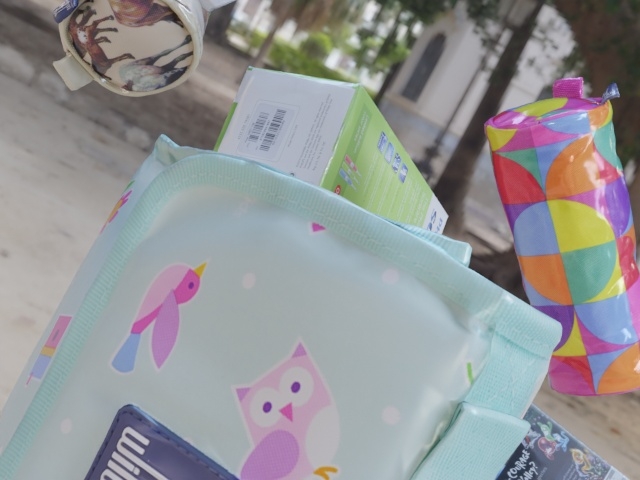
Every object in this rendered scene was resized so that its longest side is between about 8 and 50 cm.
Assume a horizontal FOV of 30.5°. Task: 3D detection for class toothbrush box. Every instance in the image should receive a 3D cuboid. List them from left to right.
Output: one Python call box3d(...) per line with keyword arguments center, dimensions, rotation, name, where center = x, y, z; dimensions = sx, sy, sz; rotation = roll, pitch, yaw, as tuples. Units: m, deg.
box3d(center=(0.000, 0.000, 1.105), dimensions=(0.122, 0.206, 0.283), rotation=(13, -17, 28), name="toothbrush box")

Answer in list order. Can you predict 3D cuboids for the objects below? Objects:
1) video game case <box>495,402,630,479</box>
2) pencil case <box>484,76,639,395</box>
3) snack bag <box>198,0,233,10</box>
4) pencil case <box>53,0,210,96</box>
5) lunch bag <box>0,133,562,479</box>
box3d(center=(0.181, 0.235, 0.927), dimensions=(0.173, 0.022, 0.190), rotation=(39, 49, 9), name="video game case")
box3d(center=(0.198, 0.000, 0.895), dimensions=(0.105, 0.236, 0.104), rotation=(-13, 12, 3), name="pencil case")
box3d(center=(-0.015, -0.359, 0.775), dimensions=(0.323, 0.343, 0.037), rotation=(57, 3, -9), name="snack bag")
box3d(center=(-0.209, -0.358, 1.432), dimensions=(0.160, 0.184, 0.410), rotation=(65, 21, -44), name="pencil case")
box3d(center=(-0.035, 0.087, 0.422), dimensions=(0.160, 0.223, 0.262), rotation=(29, -1, -18), name="lunch bag")
